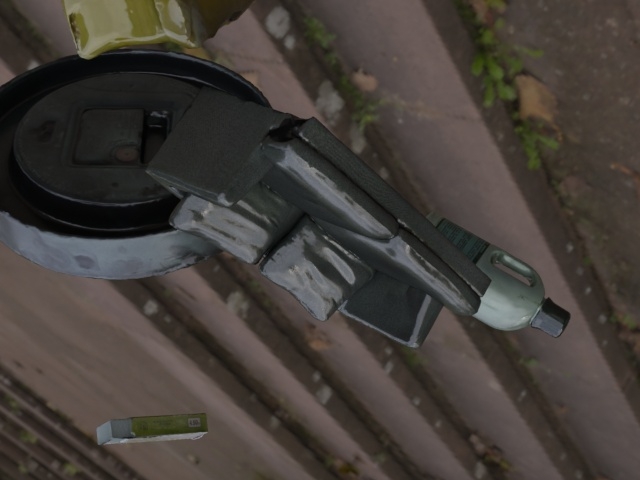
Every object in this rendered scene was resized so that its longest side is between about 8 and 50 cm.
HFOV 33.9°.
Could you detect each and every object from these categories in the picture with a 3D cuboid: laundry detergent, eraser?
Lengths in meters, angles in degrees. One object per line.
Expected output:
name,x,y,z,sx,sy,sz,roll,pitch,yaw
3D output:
laundry detergent,0.216,0.054,1.354,0.225,0.099,0.070,29,149,14
eraser,-0.137,0.154,0.857,0.083,0.019,0.038,3,162,-31

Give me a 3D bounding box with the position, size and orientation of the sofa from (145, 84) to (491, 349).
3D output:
sofa,0.000,0.000,0.465,0.085,0.060,0.147,22,168,47

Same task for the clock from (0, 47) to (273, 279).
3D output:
clock,-0.201,-0.088,1.083,0.319,0.319,0.066,29,138,24

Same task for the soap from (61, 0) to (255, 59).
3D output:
soap,-0.095,-0.217,0.511,0.076,0.135,0.233,-6,117,21
